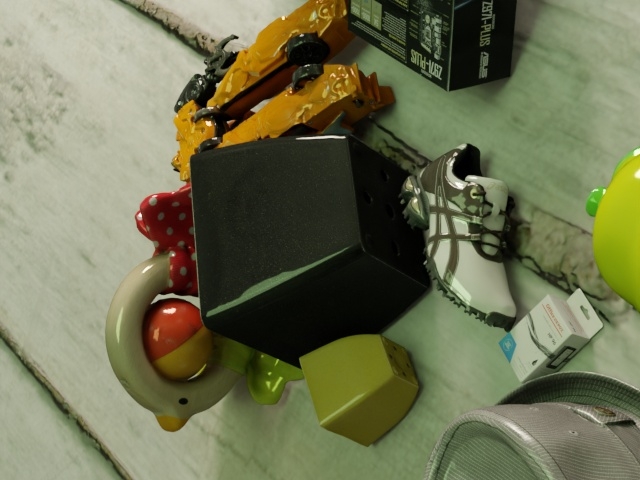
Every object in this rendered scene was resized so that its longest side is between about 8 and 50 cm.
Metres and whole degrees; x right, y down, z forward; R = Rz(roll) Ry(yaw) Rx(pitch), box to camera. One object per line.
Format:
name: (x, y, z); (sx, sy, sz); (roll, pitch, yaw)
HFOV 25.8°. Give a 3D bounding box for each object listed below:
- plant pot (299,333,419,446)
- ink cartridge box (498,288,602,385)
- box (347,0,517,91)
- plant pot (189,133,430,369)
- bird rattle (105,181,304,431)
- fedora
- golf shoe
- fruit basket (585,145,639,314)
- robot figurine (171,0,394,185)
plant pot: (0.044, 0.134, 1.328); (0.083, 0.081, 0.081); (-35, 52, 22)
ink cartridge box: (0.199, 0.082, 1.209); (0.083, 0.028, 0.048); (-48, 46, 25)
box: (0.106, -0.247, 1.347); (0.180, 0.077, 0.147); (40, 138, 48)
plant pot: (0.000, 0.000, 1.359); (0.167, 0.188, 0.187); (-21, 60, 27)
bird rattle: (-0.127, 0.075, 1.413); (0.143, 0.253, 0.207); (2, 36, 43)
fedora: (0.178, 0.222, 1.108); (0.275, 0.124, 0.244); (42, 108, 47)
golf shoe: (0.139, -0.009, 1.273); (0.094, 0.077, 0.198); (-47, 48, 26)
fruit basket: (0.346, 0.054, 0.884); (0.392, 0.283, 0.392); (-50, 27, 38)
robot figurine: (-0.055, -0.142, 1.530); (0.291, 0.085, 0.211); (-31, 54, 37)
